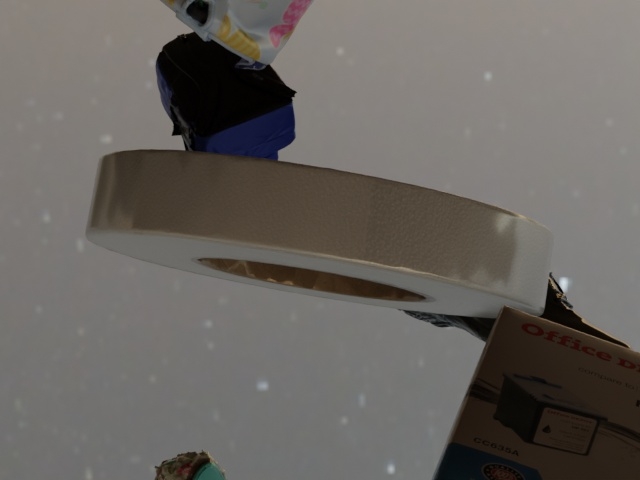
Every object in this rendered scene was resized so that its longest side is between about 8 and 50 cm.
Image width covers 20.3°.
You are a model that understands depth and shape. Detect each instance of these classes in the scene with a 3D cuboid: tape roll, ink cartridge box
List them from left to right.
[{"bbox_3d":[0.000,0.000,1.495,0.392,0.072,0.392,10,173,1],"label":"tape roll"},{"bbox_3d":[0.131,0.129,0.933,0.139,0.082,0.191,19,-149,7],"label":"ink cartridge box"}]

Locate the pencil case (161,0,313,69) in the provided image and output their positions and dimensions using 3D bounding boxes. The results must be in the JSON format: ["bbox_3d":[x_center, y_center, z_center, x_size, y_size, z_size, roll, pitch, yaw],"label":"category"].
[{"bbox_3d":[-0.012,-0.262,1.312,0.113,0.273,0.124,41,-168,16],"label":"pencil case"}]

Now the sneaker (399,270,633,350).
[{"bbox_3d":[0.177,0.044,1.710,0.286,0.130,0.109,26,174,24],"label":"sneaker"}]

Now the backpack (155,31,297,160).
[{"bbox_3d":[-0.088,-0.117,1.520,0.098,0.101,0.120,-21,-122,-20],"label":"backpack"}]

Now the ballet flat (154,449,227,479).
[{"bbox_3d":[-0.117,0.331,1.983,0.077,0.241,0.091,2,-151,40],"label":"ballet flat"}]
